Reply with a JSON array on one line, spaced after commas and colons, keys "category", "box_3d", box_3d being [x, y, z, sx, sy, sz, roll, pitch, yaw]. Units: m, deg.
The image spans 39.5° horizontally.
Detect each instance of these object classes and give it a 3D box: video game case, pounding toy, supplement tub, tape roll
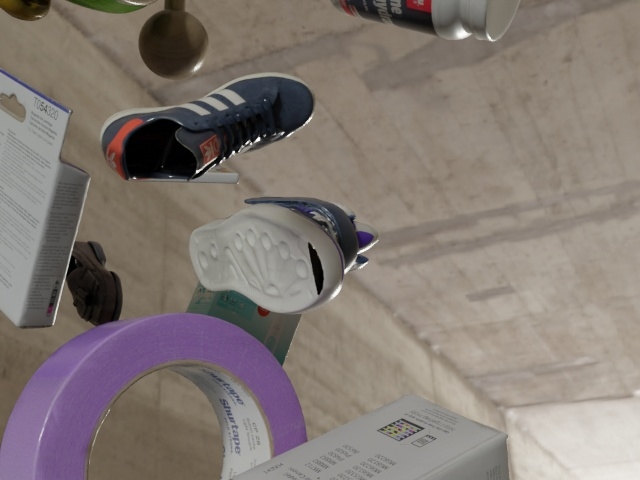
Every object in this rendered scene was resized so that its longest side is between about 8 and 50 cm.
[{"category": "video game case", "box_3d": [-0.314, -0.152, 1.890, 0.227, 0.026, 0.206, 0, 14, -26]}, {"category": "pounding toy", "box_3d": [-0.189, -0.213, 0.625, 0.110, 0.182, 0.237, -23, -26, 21]}, {"category": "supplement tub", "box_3d": [0.160, -0.418, 1.368, 0.272, 0.191, 0.191, 20, -20, 25]}, {"category": "tape roll", "box_3d": [-0.145, 0.205, 0.821, 0.275, 0.274, 0.090, 19, -18, -35]}]

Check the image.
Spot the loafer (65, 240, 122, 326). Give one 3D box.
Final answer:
[{"category": "loafer", "box_3d": [-0.455, 0.081, 1.704, 0.095, 0.302, 0.109, 16, -74, -30]}]

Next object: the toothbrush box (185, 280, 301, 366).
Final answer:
[{"category": "toothbrush box", "box_3d": [-0.172, 0.175, 1.941, 0.216, 0.295, 0.126, 30, -19, -27]}]

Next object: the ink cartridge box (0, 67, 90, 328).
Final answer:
[{"category": "ink cartridge box", "box_3d": [-0.467, -0.083, 1.349, 0.071, 0.324, 0.330, 5, -70, -47]}]

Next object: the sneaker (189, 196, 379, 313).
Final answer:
[{"category": "sneaker", "box_3d": [0.000, 0.000, 1.121, 0.236, 0.130, 0.323, -14, 8, -32]}]

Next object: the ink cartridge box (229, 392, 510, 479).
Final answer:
[{"category": "ink cartridge box", "box_3d": [0.032, 0.329, 0.752, 0.272, 0.309, 0.130, -17, 18, -33]}]

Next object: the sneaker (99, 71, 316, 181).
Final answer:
[{"category": "sneaker", "box_3d": [-0.164, -0.163, 1.389, 0.350, 0.148, 0.131, -18, -60, -8]}]
